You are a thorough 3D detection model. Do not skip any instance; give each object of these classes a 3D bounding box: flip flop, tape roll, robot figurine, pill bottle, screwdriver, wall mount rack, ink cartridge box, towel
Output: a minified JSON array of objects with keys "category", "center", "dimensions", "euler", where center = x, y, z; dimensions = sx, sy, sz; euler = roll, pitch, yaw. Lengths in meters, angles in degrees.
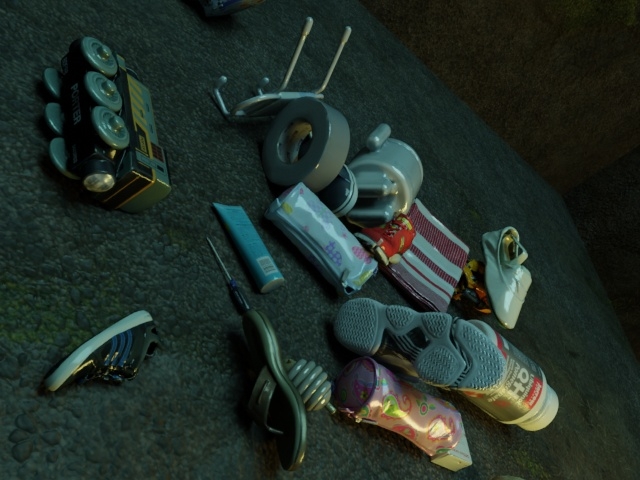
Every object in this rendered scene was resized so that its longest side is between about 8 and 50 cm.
[{"category":"flip flop","center":[-0.093,0.243,1.085],"dimensions":[0.080,0.112,0.277],"euler":[-7,63,-28]},{"category":"tape roll","center":[-0.037,-0.220,1.539],"dimensions":[0.072,0.219,0.219],"euler":[19,43,-44]},{"category":"robot figurine","center":[0.163,-0.155,1.778],"dimensions":[0.353,0.200,0.299],"euler":[-55,147,-59]},{"category":"pill bottle","center":[0.448,0.348,1.659],"dimensions":[0.319,0.176,0.176],"euler":[37,32,-25]},{"category":"robot figurine","center":[0.461,0.130,2.014],"dimensions":[0.291,0.085,0.211],"euler":[19,43,-46]},{"category":"screwdriver","center":[-0.172,0.061,1.237],"dimensions":[0.024,0.025,0.169],"euler":[-1,60,-56]},{"category":"wall mount rack","center":[-0.077,-0.394,1.584],"dimensions":[0.350,0.304,0.130],"euler":[-24,93,-61]},{"category":"ink cartridge box","center":[0.274,0.429,1.446],"dimensions":[0.089,0.052,0.122],"euler":[32,34,-33]},{"category":"towel","center":[0.294,0.040,1.825],"dimensions":[0.237,0.037,0.329],"euler":[42,42,-6]}]

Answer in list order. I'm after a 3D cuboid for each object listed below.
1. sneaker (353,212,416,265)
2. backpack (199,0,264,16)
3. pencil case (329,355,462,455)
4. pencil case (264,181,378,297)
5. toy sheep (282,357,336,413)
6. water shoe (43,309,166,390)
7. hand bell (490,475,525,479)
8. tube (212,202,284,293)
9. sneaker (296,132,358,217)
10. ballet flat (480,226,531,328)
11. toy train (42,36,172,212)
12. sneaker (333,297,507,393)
[{"category":"sneaker","center":[0.164,-0.015,1.578],"dimensions":[0.107,0.118,0.279],"euler":[43,12,12]},{"category":"backpack","center":[-0.229,-0.726,1.778],"dimensions":[0.213,0.264,0.276],"euler":[62,26,-18]},{"category":"pencil case","center":[0.154,0.333,1.318],"dimensions":[0.284,0.124,0.124],"euler":[33,35,-32]},{"category":"pencil case","center":[0.000,0.000,1.463],"dimensions":[0.273,0.113,0.124],"euler":[48,44,-9]},{"category":"toy sheep","center":[-0.023,0.257,1.175],"dimensions":[0.132,0.091,0.091],"euler":[37,27,9]},{"category":"water shoe","center":[-0.284,0.162,0.913],"dimensions":[0.080,0.073,0.203],"euler":[54,29,-2]},{"category":"hand bell","center":[0.379,0.620,1.360],"dimensions":[0.126,0.126,0.242],"euler":[48,41,-9]},{"category":"tube","center":[-0.142,0.007,1.321],"dimensions":[0.080,0.052,0.207],"euler":[9,45,-58]},{"category":"sneaker","center":[-0.014,-0.188,1.641],"dimensions":[0.127,0.126,0.321],"euler":[33,23,-40]},{"category":"ballet flat","center":[0.559,0.087,1.980],"dimensions":[0.139,0.139,0.400],"euler":[41,32,-21]},{"category":"toy train","center":[-0.365,-0.202,1.149],"dimensions":[0.190,0.142,0.333],"euler":[35,30,-51]},{"category":"sneaker","center":[0.219,0.224,1.348],"dimensions":[0.210,0.366,0.137],"euler":[38,71,-53]}]
